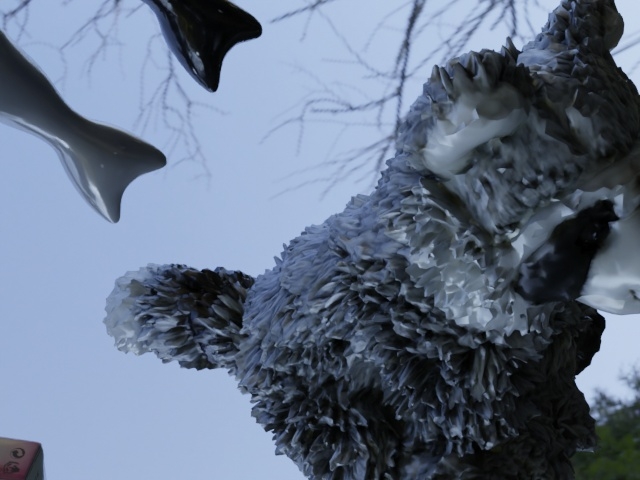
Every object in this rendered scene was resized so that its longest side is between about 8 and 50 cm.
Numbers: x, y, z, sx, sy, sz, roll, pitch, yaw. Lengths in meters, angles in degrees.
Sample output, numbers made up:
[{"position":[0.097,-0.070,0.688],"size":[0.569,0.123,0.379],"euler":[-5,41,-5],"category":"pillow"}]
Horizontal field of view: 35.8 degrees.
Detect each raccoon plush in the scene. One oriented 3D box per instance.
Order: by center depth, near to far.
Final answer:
[{"position":[0.000,0.000,0.612],"size":[0.216,0.446,0.299],"euler":[-57,-35,-51],"category":"raccoon plush"}]

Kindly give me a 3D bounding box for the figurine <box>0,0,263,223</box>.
[{"position":[-0.171,-0.142,0.733],"size":[0.209,0.092,0.215],"euler":[38,-95,-32],"category":"figurine"}]

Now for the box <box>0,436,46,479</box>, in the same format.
[{"position":[-0.405,0.279,0.997],"size":[0.232,0.149,0.127],"euler":[8,-142,2],"category":"box"}]
